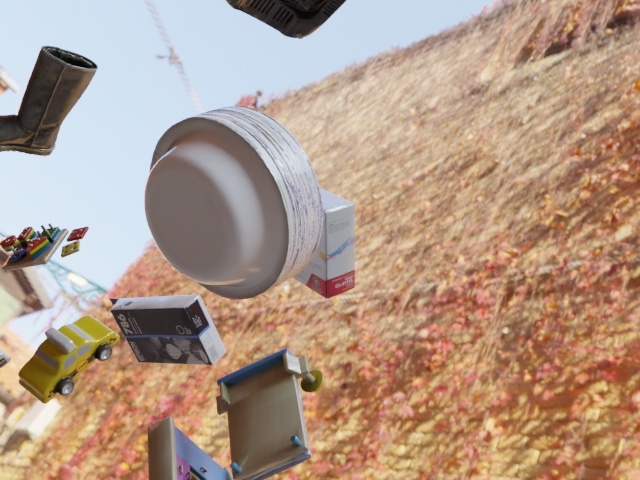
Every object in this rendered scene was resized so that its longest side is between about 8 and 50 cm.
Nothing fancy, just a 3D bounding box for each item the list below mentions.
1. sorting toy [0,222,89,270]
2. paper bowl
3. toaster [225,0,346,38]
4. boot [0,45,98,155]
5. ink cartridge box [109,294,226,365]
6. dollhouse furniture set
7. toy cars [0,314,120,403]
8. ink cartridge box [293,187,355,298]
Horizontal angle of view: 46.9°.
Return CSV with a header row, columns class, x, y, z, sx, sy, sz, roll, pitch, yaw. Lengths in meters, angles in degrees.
class,x,y,z,sx,sy,sz,roll,pitch,yaw
sorting toy,-0.715,0.009,1.850,0.275,0.132,0.046,-9,-54,19
paper bowl,-0.147,-0.047,1.093,0.284,0.148,0.284,16,-61,32
toaster,-0.008,-0.331,0.758,0.129,0.146,0.227,22,-31,-21
boot,-0.511,-0.246,1.286,0.208,0.190,0.076,-47,-120,35
ink cartridge box,-0.391,0.217,1.780,0.333,0.065,0.165,-6,-63,38
dollhouse furniture set,-0.096,0.379,1.193,0.304,0.286,0.198,-28,-50,9
toy cars,-0.577,0.222,1.364,0.394,0.176,0.087,-11,-45,-5
ink cartridge box,0.000,0.000,1.368,0.127,0.072,0.175,29,-52,47
